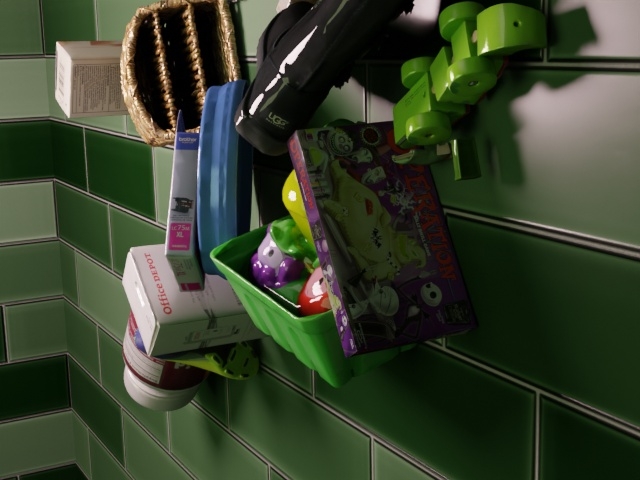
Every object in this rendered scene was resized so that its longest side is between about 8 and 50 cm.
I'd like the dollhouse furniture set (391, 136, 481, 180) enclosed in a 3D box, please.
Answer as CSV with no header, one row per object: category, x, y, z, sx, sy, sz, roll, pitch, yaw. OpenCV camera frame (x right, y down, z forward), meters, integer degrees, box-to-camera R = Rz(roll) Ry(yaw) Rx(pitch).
dollhouse furniture set,0.176,-0.109,1.467,0.151,0.076,0.059,-10,87,61

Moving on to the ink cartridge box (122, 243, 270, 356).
ink cartridge box,-0.249,0.110,2.096,0.207,0.283,0.117,63,146,32

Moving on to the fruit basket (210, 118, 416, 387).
fruit basket,0.000,0.000,1.658,0.392,0.283,0.392,47,152,36

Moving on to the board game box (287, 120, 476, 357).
board game box,0.091,-0.012,1.510,0.056,0.208,0.347,-40,62,58

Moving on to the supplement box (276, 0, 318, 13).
supplement box,-0.034,-0.440,1.794,0.036,0.062,0.098,64,146,29

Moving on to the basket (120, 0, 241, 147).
basket,-0.306,-0.362,2.155,0.223,0.213,0.299,-6,92,65

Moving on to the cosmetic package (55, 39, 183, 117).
cosmetic package,-0.463,-0.385,2.368,0.129,0.296,0.153,47,135,49

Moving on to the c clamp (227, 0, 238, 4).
c clamp,-0.200,-0.576,2.124,0.137,0.022,0.161,-171,74,-67

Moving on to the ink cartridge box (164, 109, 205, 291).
ink cartridge box,-0.252,-0.077,1.961,0.186,0.065,0.311,89,180,-67

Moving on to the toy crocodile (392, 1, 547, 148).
toy crocodile,0.190,-0.224,1.398,0.340,0.105,0.115,132,138,-59

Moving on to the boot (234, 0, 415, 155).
boot,0.051,-0.380,1.528,0.445,0.146,0.367,-50,20,42

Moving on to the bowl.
bowl,-0.182,-0.115,1.947,0.391,0.077,0.391,-179,90,-90

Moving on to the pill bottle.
pill bottle,-0.342,0.216,2.365,0.224,0.224,0.392,61,146,35

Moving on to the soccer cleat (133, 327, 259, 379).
soccer cleat,-0.268,0.233,2.184,0.121,0.289,0.093,-10,63,59
